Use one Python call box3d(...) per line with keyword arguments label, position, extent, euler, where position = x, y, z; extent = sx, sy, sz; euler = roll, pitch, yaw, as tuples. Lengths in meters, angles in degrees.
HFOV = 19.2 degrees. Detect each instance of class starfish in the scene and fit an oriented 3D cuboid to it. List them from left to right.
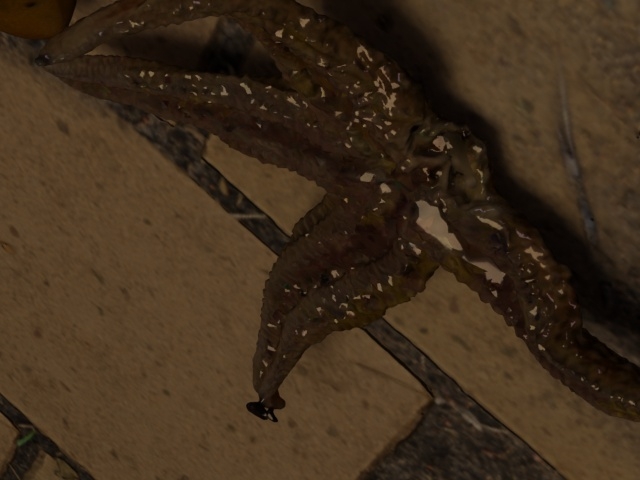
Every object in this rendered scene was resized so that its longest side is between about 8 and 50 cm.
box3d(label="starfish", position=(0.004, -0.010, 1.090), extent=(0.398, 0.132, 0.383), euler=(44, 148, -22))

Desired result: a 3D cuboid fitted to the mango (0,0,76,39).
box3d(label="mango", position=(-0.206, -0.224, 1.087), extent=(0.177, 0.120, 0.295), euler=(33, 145, 16))
